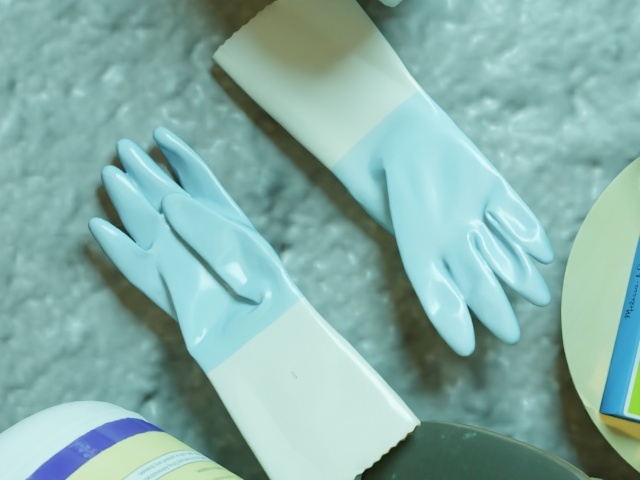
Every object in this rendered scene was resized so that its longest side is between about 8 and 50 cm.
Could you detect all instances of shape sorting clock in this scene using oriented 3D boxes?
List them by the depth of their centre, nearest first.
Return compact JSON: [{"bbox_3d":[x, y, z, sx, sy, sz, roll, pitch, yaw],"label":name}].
[{"bbox_3d":[0.227,0.039,0.904,0.206,0.040,0.206,0,82,0],"label":"shape sorting clock"}]

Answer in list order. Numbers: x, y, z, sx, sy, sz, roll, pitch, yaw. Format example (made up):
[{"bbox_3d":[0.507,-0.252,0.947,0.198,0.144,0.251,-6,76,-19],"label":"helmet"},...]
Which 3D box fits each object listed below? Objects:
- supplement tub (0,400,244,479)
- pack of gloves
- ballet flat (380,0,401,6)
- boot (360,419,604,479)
[{"bbox_3d":[-0.037,0.248,0.815,0.331,0.241,0.241,28,93,19],"label":"supplement tub"},{"bbox_3d":[0.000,0.000,0.947,0.195,0.046,0.232,-40,74,6],"label":"pack of gloves"},{"bbox_3d":[-0.053,-0.293,0.926,0.147,0.147,0.409,-22,83,7],"label":"ballet flat"},{"bbox_3d":[0.162,0.177,0.891,0.305,0.115,0.112,23,103,26],"label":"boot"}]
